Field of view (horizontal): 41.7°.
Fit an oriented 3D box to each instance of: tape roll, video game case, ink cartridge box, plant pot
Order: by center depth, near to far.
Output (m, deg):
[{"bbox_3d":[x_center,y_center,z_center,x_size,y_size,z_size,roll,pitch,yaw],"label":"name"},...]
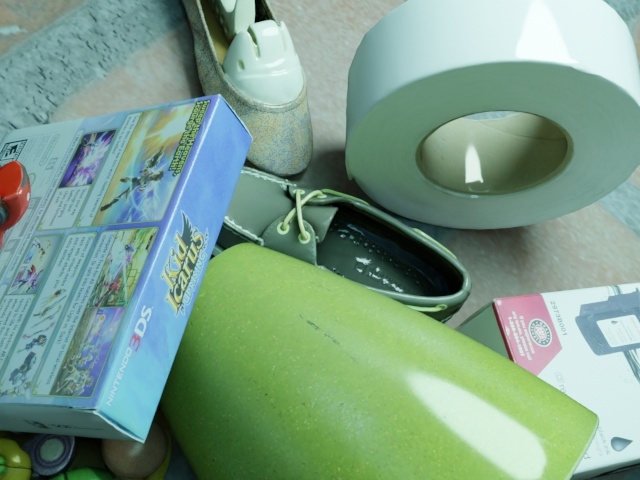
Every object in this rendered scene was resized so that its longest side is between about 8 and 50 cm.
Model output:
[{"bbox_3d":[0.010,0.142,0.658,0.293,0.274,0.275,41,57,15],"label":"plant pot"},{"bbox_3d":[-0.201,0.017,0.662,0.061,0.244,0.269,51,44,-45],"label":"video game case"},{"bbox_3d":[0.165,-0.120,0.823,0.286,0.286,0.100,10,61,-15],"label":"tape roll"},{"bbox_3d":[0.275,0.140,0.831,0.237,0.100,0.171,-5,66,-22],"label":"ink cartridge box"}]

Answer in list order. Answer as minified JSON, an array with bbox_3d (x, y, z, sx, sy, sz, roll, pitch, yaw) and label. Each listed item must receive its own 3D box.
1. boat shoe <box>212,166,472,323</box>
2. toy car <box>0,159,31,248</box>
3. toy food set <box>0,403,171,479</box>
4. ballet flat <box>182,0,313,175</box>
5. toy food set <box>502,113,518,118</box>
[{"bbox_3d":[0.002,-0.004,0.813,0.305,0.091,0.109,27,58,-5],"label":"boat shoe"},{"bbox_3d":[-0.359,0.007,0.659,0.225,0.053,0.239,23,59,36],"label":"toy car"},{"bbox_3d":[-0.185,0.158,0.674,0.218,0.071,0.128,-9,67,-24],"label":"toy food set"},{"bbox_3d":[-0.084,-0.218,0.887,0.108,0.106,0.316,-17,71,-26],"label":"ballet flat"},{"bbox_3d":[0.246,-0.115,1.002,0.083,0.020,0.082,43,58,6],"label":"toy food set"}]
